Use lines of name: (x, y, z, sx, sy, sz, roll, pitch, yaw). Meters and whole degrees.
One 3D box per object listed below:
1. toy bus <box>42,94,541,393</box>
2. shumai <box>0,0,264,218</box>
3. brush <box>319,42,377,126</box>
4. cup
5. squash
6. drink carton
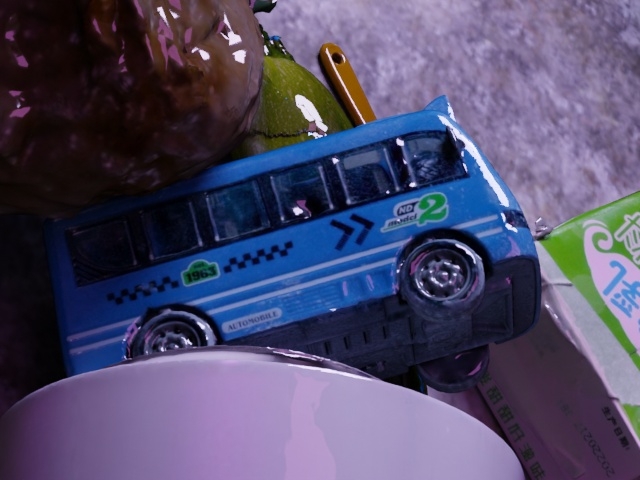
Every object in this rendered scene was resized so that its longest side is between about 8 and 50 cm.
toy bus: (-0.015, 0.021, 0.987, 0.246, 0.113, 0.134, -16, 63, -1)
shumai: (-0.199, -0.093, 0.979, 0.283, 0.217, 0.346, -45, 54, -4)
brush: (0.041, -0.055, 1.201, 0.043, 0.014, 0.170, -15, 72, -39)
cup: (-0.040, 0.250, 0.822, 0.253, 0.253, 0.371, 18, 59, -23)
squash: (-0.001, 0.001, 1.097, 0.087, 0.087, 0.331, -1, 64, -33)
drink carton: (0.222, 0.045, 1.196, 0.271, 0.108, 0.161, -22, 77, -40)
